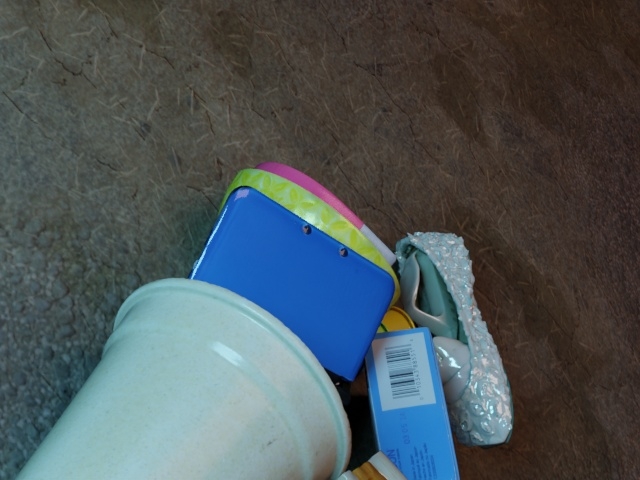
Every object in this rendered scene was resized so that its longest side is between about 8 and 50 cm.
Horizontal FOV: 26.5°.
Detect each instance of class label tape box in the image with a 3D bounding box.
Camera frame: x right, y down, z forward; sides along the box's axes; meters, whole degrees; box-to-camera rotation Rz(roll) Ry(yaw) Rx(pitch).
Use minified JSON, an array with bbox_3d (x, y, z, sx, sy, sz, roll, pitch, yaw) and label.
[{"bbox_3d":[0.133,0.307,1.985,0.334,0.105,0.241,81,1,-60],"label":"label tape box"}]

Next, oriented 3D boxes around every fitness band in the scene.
[{"bbox_3d":[0.000,0.000,2.012,0.291,0.209,0.054,45,68,-16],"label":"fitness band"}]

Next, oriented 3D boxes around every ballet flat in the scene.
[{"bbox_3d":[0.194,0.154,2.197,0.147,0.147,0.409,25,39,-38],"label":"ballet flat"}]

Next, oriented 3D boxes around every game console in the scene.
[{"bbox_3d":[-0.088,0.101,1.770,0.293,0.250,0.173,33,47,-32],"label":"game console"}]

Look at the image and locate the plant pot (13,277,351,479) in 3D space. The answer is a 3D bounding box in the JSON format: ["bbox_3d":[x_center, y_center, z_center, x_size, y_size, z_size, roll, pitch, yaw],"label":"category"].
[{"bbox_3d":[-0.183,0.262,1.526,0.334,0.334,0.305,52,47,-9],"label":"plant pot"}]

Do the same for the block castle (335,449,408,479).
[{"bbox_3d":[-0.006,0.429,1.498,0.213,0.303,0.453,47,13,11],"label":"block castle"}]

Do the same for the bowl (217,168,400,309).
[{"bbox_3d":[-0.049,0.052,1.905,0.289,0.289,0.156,45,72,-19],"label":"bowl"}]

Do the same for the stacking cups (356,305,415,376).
[{"bbox_3d":[0.012,0.171,2.007,0.316,0.096,0.096,-14,75,-48],"label":"stacking cups"}]
